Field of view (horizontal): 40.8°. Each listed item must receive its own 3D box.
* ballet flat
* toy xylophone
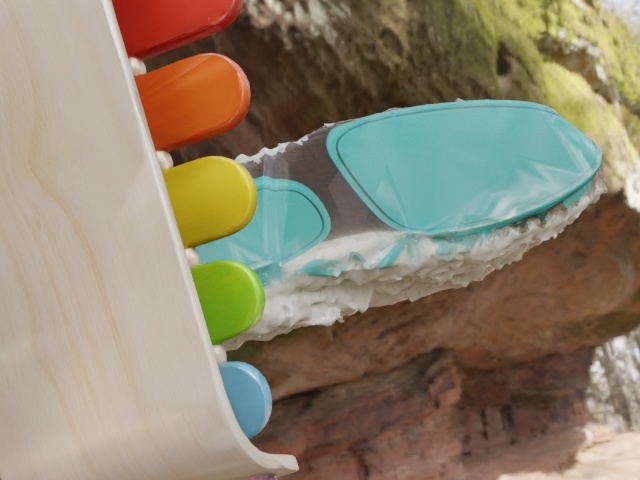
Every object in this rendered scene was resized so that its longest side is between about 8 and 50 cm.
[{"bbox_3d":[0.000,0.000,0.593,0.409,0.147,0.147,-14,-11,-21],"label":"ballet flat"},{"bbox_3d":[-0.142,-0.005,0.428,0.236,0.322,0.081,-10,-3,13],"label":"toy xylophone"}]
